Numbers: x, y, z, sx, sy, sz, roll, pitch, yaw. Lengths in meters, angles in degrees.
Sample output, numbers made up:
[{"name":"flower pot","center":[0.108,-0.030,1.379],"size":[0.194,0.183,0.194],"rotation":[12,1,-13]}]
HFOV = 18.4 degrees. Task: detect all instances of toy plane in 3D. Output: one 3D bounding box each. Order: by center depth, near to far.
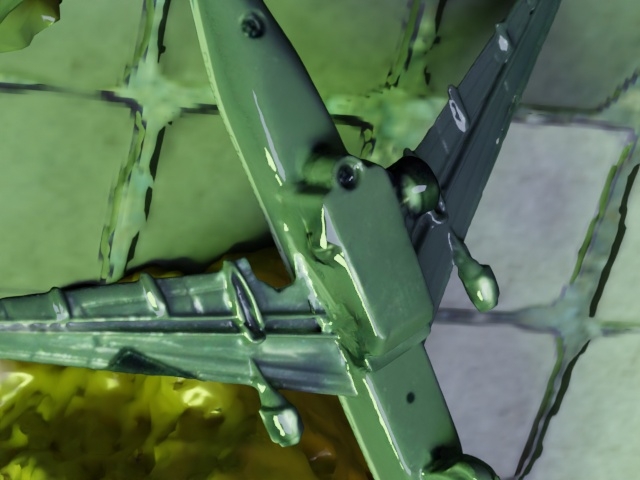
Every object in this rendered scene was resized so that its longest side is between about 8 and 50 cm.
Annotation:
[{"name":"toy plane","center":[0.001,-0.001,0.555],"size":[0.226,0.058,0.226],"rotation":[-32,101,-27]}]

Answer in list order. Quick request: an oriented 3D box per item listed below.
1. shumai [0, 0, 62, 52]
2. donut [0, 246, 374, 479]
[{"name":"shumai","center":[-0.139,-0.097,0.368],"size":[0.323,0.324,0.397],"rotation":[-19,136,-15]},{"name":"donut","center":[-0.149,0.200,0.677],"size":[0.435,0.163,0.377],"rotation":[-15,131,-1]}]
